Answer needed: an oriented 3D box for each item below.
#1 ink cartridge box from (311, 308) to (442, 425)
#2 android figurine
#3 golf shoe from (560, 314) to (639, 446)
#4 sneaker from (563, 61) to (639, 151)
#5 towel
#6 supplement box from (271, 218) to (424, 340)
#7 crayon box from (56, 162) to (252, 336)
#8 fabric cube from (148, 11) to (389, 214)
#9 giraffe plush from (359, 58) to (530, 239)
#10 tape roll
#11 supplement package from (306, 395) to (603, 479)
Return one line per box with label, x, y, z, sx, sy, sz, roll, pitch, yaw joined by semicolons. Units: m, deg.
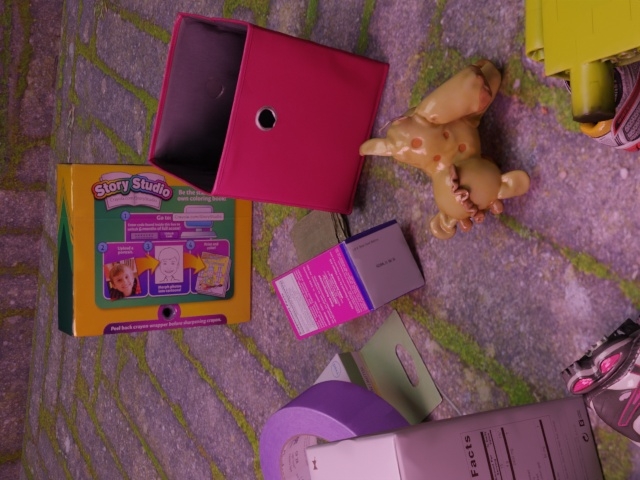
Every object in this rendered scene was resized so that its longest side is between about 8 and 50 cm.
ink cartridge box;0.077;0.244;1.264;0.235;0.056;0.171;-59;45;41
android figurine;0.289;-0.256;0.768;0.248;0.056;0.273;-11;78;56
golf shoe;0.366;0.103;0.806;0.120;0.105;0.273;52;140;21
sneaker;0.306;-0.209;0.867;0.088;0.092;0.225;-26;69;55
towel;0.000;0.000;1.392;0.148;0.027;0.110;-38;61;49
supplement box;0.036;0.065;1.244;0.220;0.111;0.114;-28;85;54
crayon box;-0.313;0.011;1.559;0.106;0.363;0.313;5;95;56
fabric cube;-0.089;-0.201;1.290;0.259;0.258;0.254;28;107;53
giraffe plush;0.175;-0.106;1.027;0.170;0.210;0.181;54;138;-2
tape roll;0.037;0.351;1.206;0.275;0.090;0.275;18;120;34
supplement package;0.160;0.292;0.925;0.177;0.293;0.175;-28;68;54
